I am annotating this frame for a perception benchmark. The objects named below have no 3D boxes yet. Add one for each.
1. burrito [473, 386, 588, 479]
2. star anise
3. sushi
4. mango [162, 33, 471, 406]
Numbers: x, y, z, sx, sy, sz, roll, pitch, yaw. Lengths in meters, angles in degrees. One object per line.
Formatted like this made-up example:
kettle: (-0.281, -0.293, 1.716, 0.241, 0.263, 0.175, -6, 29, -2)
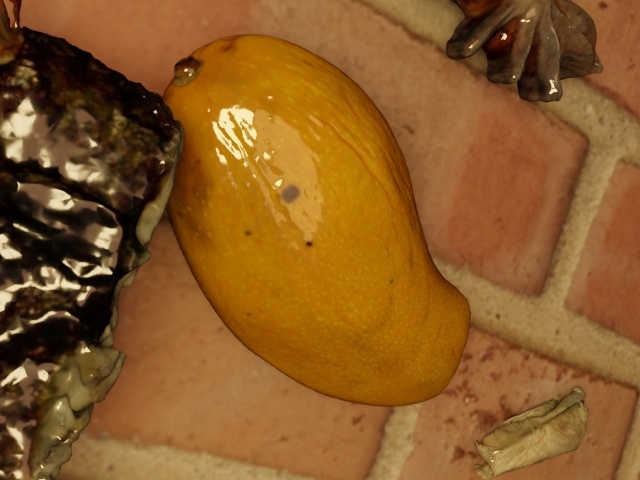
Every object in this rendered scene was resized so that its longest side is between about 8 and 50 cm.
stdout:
burrito: (0.215, 0.197, 0.984, 0.149, 0.041, 0.055, -18, 95, -29)
star anise: (0.160, -0.214, 0.840, 0.258, 0.111, 0.198, 3, 82, -40)
sushi: (-0.203, 0.019, 0.588, 0.182, 0.196, 0.343, 21, 89, -29)
mango: (-0.002, 0.004, 0.749, 0.187, 0.144, 0.359, -39, 120, -18)
